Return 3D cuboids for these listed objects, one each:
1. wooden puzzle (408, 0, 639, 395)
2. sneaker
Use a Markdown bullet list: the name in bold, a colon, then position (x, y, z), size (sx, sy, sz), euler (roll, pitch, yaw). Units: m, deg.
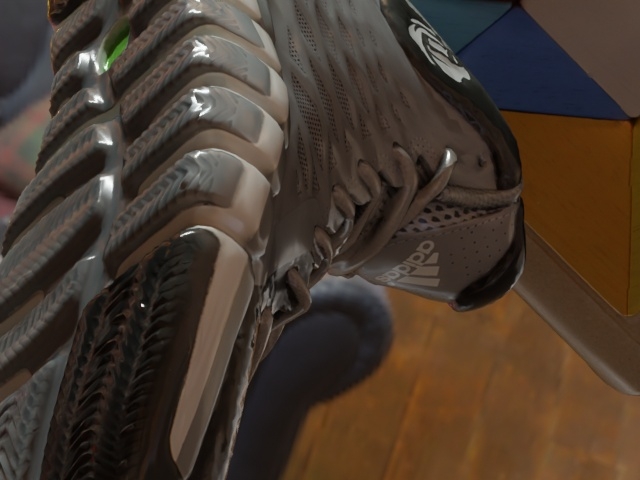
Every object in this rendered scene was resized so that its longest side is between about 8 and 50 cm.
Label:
- **wooden puzzle**: position (0.098, -0.072, 0.561), size (0.221, 0.238, 0.044), euler (44, 39, -9)
- **sneaker**: position (0.000, 0.000, 0.426), size (0.132, 0.086, 0.229), euler (32, 42, -29)
